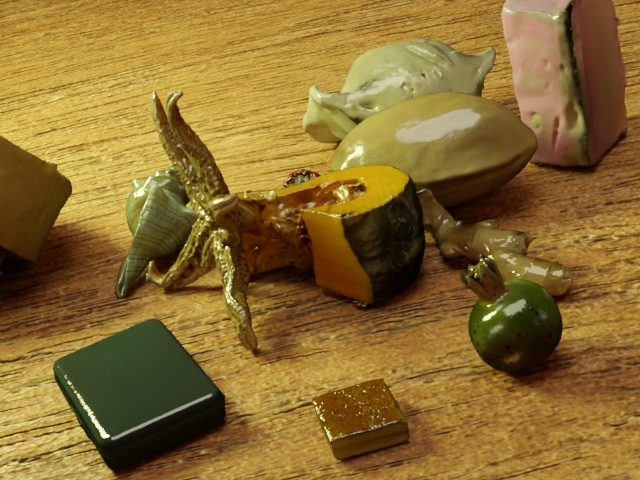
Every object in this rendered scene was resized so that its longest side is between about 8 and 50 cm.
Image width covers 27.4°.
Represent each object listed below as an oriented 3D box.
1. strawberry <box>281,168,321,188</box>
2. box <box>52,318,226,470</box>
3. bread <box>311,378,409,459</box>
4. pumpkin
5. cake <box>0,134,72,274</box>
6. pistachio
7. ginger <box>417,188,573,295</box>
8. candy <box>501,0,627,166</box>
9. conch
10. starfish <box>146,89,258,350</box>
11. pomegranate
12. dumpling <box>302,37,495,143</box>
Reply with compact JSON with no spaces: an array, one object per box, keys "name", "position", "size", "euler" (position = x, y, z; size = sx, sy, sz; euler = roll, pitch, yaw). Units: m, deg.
[{"name":"strawberry","position":[-0.021,-0.071,1.972],"size":[0.073,0.073,0.083],"euler":[-12,-8,1]},{"name":"box","position":[-0.223,0.182,1.601],"size":[0.160,0.050,0.230],"euler":[-23,30,-18]},{"name":"bread","position":[0.045,0.200,1.478],"size":[0.090,0.035,0.094],"euler":[-16,28,-8]},{"name":"pumpkin","position":[0.000,0.001,1.747],"size":[0.281,0.139,0.190],"euler":[-14,26,0]},{"name":"cake","position":[-0.566,-0.017,1.915],"size":[0.332,0.332,0.321],"euler":[19,79,44]},{"name":"pistachio","position":[0.162,-0.121,1.875],"size":[0.293,0.162,0.181],"euler":[-8,36,8]},{"name":"ginger","position":[0.217,0.003,1.725],"size":[0.089,0.075,0.288],"euler":[-44,41,-10]},{"name":"candy","position":[0.364,-0.249,1.919],"size":[0.116,0.265,0.155],"euler":[5,33,37]},{"name":"conch","position":[-0.227,-0.031,1.917],"size":[0.114,0.137,0.234],"euler":[10,36,-12]},{"name":"starfish","position":[-0.155,-0.022,1.731],"size":[0.094,0.327,0.375],"euler":[-13,59,-25]},{"name":"pomegranate","position":[0.214,0.083,1.515],"size":[0.114,0.142,0.114],"euler":[-32,18,12]},{"name":"dumpling","position":[0.129,-0.210,2.097],"size":[0.318,0.187,0.243],"euler":[-14,-12,-20]}]
